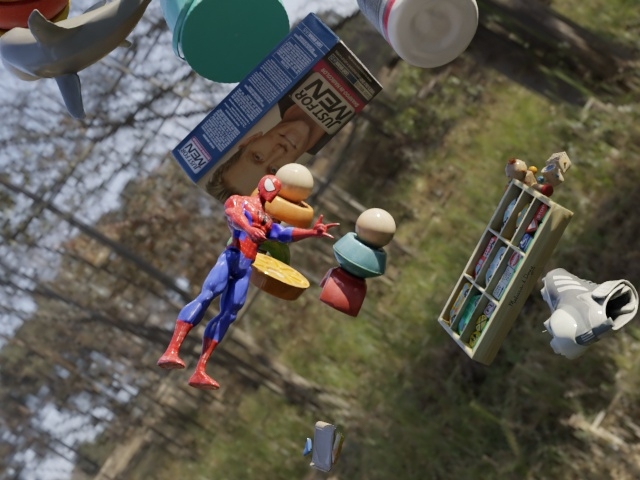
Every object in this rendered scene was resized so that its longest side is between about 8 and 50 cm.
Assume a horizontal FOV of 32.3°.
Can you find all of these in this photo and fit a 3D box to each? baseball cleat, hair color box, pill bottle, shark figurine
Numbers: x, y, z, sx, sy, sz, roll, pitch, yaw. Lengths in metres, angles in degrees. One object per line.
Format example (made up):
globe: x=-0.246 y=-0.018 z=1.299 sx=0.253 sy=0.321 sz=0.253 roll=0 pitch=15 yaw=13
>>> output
baseball cleat: x=0.309 y=0.073 z=1.265 sx=0.109 sy=0.072 sz=0.206 roll=-27 pitch=15 yaw=18
hair color box: x=-0.074 y=-0.211 z=1.938 sx=0.347 sy=0.105 sz=0.174 roll=-44 pitch=-37 yaw=7
pill bottle: x=0.170 y=-0.477 z=2.160 sx=0.176 sy=0.176 sz=0.318 roll=-58 pitch=31 yaw=20
shark figurine: x=-0.265 y=-0.256 z=1.237 sx=0.278 sy=0.166 sz=0.116 roll=-33 pitch=-30 yaw=19

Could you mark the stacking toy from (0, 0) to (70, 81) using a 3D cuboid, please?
stacking toy: x=-0.616 y=-0.505 z=2.217 sx=0.350 sy=0.351 sz=0.480 roll=-56 pitch=-12 yaw=-32

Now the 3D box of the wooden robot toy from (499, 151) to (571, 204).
wooden robot toy: x=0.344 y=-0.107 z=1.833 sx=0.173 sy=0.079 sz=0.076 roll=-36 pitch=18 yaw=-17

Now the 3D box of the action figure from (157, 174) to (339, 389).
action figure: x=-0.081 y=0.038 z=1.327 sx=0.139 sy=0.091 sz=0.280 roll=-5 pitch=56 yaw=42

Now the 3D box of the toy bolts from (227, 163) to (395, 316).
toy bolts: x=0.000 y=0.000 z=1.619 sx=0.158 sy=0.229 sz=0.218 roll=-63 pitch=12 yaw=11

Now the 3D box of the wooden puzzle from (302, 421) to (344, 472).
wooden puzzle: x=0.007 y=0.326 z=1.744 sx=0.116 sy=0.014 sz=0.078 roll=14 pitch=92 yaw=65

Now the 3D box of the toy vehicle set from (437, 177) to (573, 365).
toy vehicle set: x=0.284 y=0.046 z=1.725 sx=0.266 sy=0.035 sz=0.166 roll=-63 pitch=19 yaw=9

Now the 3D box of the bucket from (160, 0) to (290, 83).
bucket: x=-0.205 y=-0.488 z=2.390 sx=0.281 sy=0.281 sz=0.183 roll=-58 pitch=35 yaw=29
